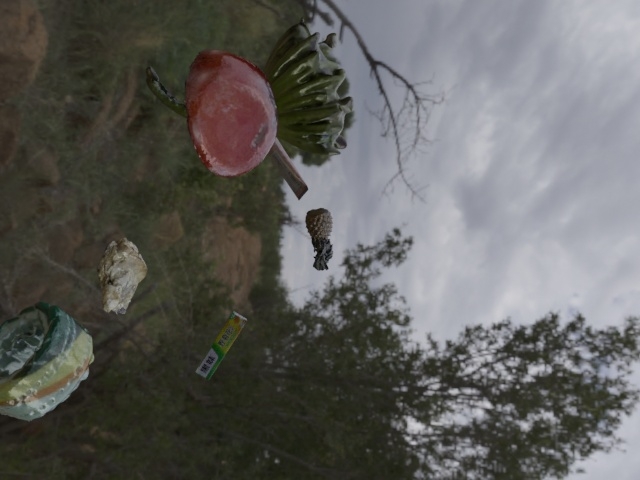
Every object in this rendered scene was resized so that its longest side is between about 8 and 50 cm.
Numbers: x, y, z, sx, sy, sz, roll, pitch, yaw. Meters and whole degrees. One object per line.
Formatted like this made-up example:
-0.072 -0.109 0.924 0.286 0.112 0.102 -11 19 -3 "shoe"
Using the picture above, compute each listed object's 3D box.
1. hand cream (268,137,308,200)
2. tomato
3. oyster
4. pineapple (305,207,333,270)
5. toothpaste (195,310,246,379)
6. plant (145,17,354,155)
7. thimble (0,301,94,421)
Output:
-0.100 -0.206 1.726 0.209 0.043 0.067 57 -36 8 "hand cream"
-0.120 -0.197 0.967 0.173 0.099 0.189 59 30 -50 "tomato"
-0.360 0.075 1.193 0.191 0.081 0.163 -85 179 -54 "oyster"
0.000 0.000 1.639 0.074 0.074 0.159 -96 180 -67 "pineapple"
-0.249 0.263 1.634 0.178 0.043 0.037 -57 -173 -2 "toothpaste"
-0.103 -0.232 1.156 0.180 0.333 0.251 24 48 -79 "plant"
-0.717 0.304 1.616 0.254 0.288 0.167 31 -20 46 "thimble"
